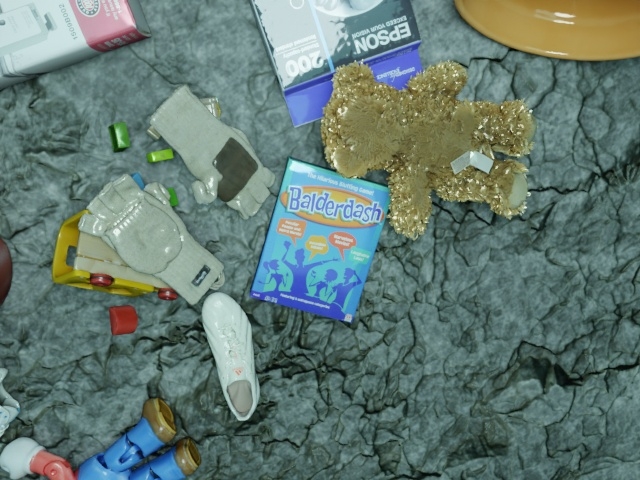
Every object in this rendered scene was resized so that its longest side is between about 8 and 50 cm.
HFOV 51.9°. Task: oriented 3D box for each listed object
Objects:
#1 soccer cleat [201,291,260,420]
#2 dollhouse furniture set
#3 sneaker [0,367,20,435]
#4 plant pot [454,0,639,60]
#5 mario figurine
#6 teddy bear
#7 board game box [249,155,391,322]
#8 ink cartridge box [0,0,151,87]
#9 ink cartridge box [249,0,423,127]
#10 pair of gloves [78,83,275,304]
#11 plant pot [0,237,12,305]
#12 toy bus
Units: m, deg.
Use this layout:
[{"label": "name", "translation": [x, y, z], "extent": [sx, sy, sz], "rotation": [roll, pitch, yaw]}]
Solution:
[{"label": "soccer cleat", "translation": [-0.129, 0.173, 0.979], "extent": [0.068, 0.076, 0.196], "rotation": [-14, 104, -1]}, {"label": "dollhouse furniture set", "translation": [-0.213, -0.151, 0.921], "extent": [0.151, 0.058, 0.076], "rotation": [-14, 99, -22]}, {"label": "sneaker", "translation": [-0.492, 0.275, 0.980], "extent": [0.082, 0.071, 0.191], "rotation": [0, 104, -11]}, {"label": "plant pot", "translation": [0.326, -0.372, 0.795], "extent": [0.290, 0.291, 0.204], "rotation": [14, 86, -8]}, {"label": "mario figurine", "translation": [-0.355, 0.368, 1.008], "extent": [0.320, 0.170, 0.198], "rotation": [-30, 68, -8]}, {"label": "teddy bear", "translation": [0.154, -0.131, 0.907], "extent": [0.337, 0.113, 0.245], "rotation": [-10, 102, -17]}, {"label": "board game box", "translation": [0.000, 0.000, 0.963], "extent": [0.160, 0.047, 0.210], "rotation": [15, 101, -8]}, {"label": "ink cartridge box", "translation": [-0.388, -0.310, 0.819], "extent": [0.283, 0.117, 0.207], "rotation": [-20, 105, 0]}, {"label": "ink cartridge box", "translation": [0.026, -0.283, 0.899], "extent": [0.206, 0.045, 0.208], "rotation": [-20, 106, 0]}, {"label": "pair of gloves", "translation": [-0.181, -0.060, 0.885], "extent": [0.204, 0.042, 0.240], "rotation": [39, 75, -34]}, {"label": "plant pot", "translation": [-0.534, 0.071, 0.820], "extent": [0.272, 0.265, 0.273], "rotation": [-2, 106, -6]}, {"label": "toy bus", "translation": [-0.268, 0.030, 0.918], "extent": [0.104, 0.191, 0.202], "rotation": [-16, 109, 44]}]
